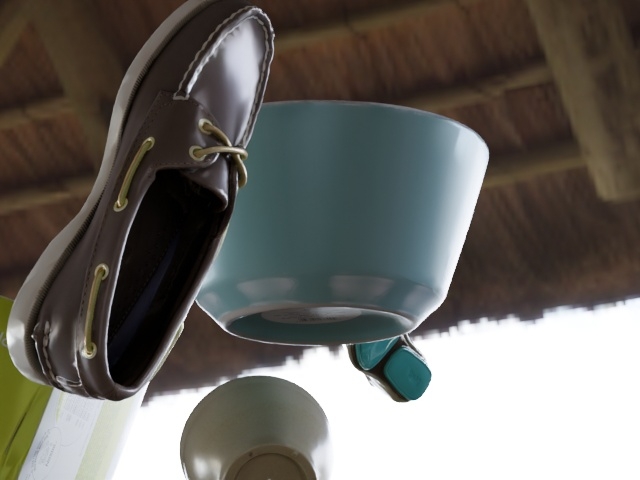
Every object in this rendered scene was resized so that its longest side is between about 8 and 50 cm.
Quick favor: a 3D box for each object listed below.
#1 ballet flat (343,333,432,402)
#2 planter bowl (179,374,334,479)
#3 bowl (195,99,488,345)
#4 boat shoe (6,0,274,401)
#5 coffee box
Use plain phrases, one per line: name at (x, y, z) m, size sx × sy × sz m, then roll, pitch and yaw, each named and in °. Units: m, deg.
ballet flat at (0.058, 0.114, 1.723) m, size 0.086 × 0.086 × 0.248 m, roll -11°, pitch -33°, yaw 12°
planter bowl at (-0.058, 0.229, 1.525) m, size 0.162 × 0.162 × 0.109 m, roll -3°, pitch 14°, yaw -9°
bowl at (0.000, 0.000, 1.363) m, size 0.312 × 0.163 × 0.311 m, roll -1°, pitch -14°, yaw 0°
boat shoe at (-0.106, -0.035, 1.084) m, size 0.097 × 0.324 × 0.116 m, roll 12°, pitch -22°, yaw 40°
coffee box at (-0.459, 0.240, 1.905) m, size 0.338 × 0.338 × 0.334 m, roll 17°, pitch -13°, yaw 14°
